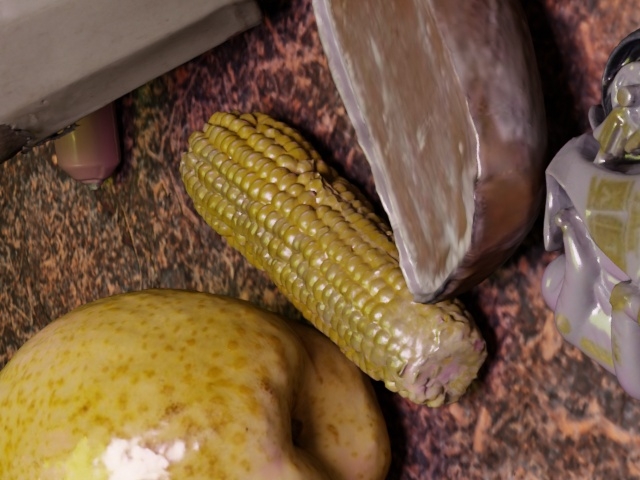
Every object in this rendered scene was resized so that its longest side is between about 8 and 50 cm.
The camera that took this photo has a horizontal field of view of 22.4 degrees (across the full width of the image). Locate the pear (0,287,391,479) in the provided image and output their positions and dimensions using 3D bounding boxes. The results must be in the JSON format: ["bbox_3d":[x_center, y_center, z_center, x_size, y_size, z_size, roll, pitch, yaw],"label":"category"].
[{"bbox_3d":[-0.088,0.147,1.015,0.271,0.271,0.271,14,107,54],"label":"pear"}]

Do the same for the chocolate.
[{"bbox_3d":[0.071,-0.101,0.889,0.157,0.080,0.254,120,136,-63],"label":"chocolate"}]

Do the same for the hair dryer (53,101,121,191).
[{"bbox_3d":[-0.215,-0.210,1.267,0.210,0.125,0.353,17,116,54],"label":"hair dryer"}]

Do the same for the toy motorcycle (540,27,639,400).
[{"bbox_3d":[0.164,0.019,0.781,0.152,0.073,0.225,-43,59,52],"label":"toy motorcycle"}]

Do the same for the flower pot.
[{"bbox_3d":[-0.183,-0.178,1.041,0.290,0.259,0.290,-20,-90,-87],"label":"flower pot"}]

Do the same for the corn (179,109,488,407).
[{"bbox_3d":[0.000,0.000,1.010,0.288,0.086,0.086,44,130,42],"label":"corn"}]
